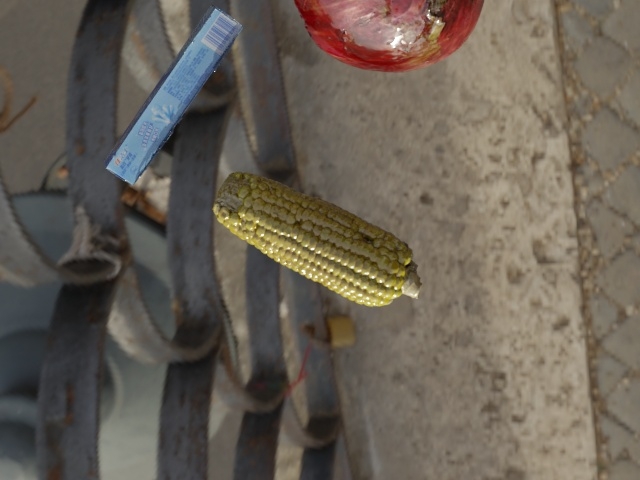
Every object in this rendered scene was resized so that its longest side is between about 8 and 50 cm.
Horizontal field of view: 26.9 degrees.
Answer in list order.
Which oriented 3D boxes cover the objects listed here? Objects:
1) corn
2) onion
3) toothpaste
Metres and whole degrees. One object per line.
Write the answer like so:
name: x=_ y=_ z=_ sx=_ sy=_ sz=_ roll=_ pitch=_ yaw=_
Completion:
corn: x=0.000 y=0.000 z=1.908 sx=0.321 sy=0.119 sz=0.119 roll=28 pitch=118 yaw=5
onion: x=0.087 y=-0.342 z=1.629 sx=0.276 sy=0.276 sz=0.276 roll=4 pitch=118 yaw=7
toothpaste: x=-0.207 y=-0.204 z=1.872 sx=0.053 sy=0.066 sz=0.272 roll=33 pitch=96 yaw=-19
